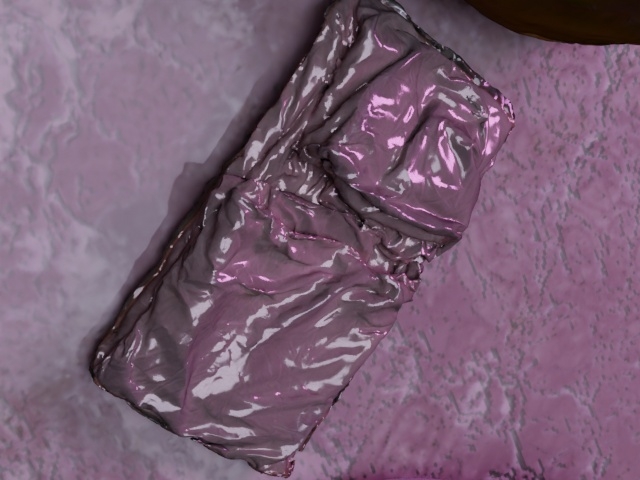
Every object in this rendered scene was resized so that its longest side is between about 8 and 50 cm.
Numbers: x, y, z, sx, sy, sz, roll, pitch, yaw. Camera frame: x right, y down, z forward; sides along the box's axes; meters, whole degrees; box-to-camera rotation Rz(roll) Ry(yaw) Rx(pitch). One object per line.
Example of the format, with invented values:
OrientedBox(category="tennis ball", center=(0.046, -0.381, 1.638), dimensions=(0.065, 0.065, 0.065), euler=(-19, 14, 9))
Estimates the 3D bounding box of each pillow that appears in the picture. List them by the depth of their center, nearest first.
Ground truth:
OrientedBox(category="pillow", center=(0.000, 0.000, 0.700), dimensions=(0.135, 0.049, 0.248), euler=(37, 87, -28))

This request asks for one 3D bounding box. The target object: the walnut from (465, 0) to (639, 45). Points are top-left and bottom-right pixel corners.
OrientedBox(category="walnut", center=(0.117, -0.174, 0.678), dimensions=(0.245, 0.137, 0.137), euler=(25, 89, -25))

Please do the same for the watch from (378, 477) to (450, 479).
OrientedBox(category="watch", center=(0.087, 0.259, 0.711), dimensions=(0.244, 0.196, 0.231), euler=(-3, 106, -27))
